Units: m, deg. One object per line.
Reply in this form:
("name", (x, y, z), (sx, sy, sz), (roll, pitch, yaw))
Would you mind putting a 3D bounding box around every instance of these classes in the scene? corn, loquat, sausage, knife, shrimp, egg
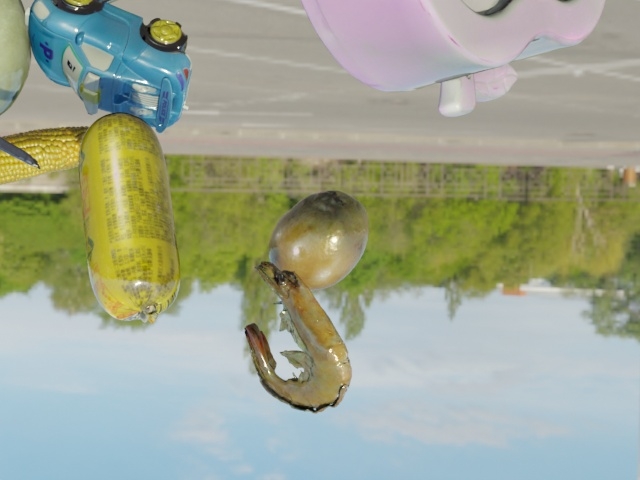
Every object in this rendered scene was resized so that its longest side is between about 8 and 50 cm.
("corn", (-0.605, -0.179, 1.905), (0.310, 0.101, 0.101), (-18, -171, -21))
("loquat", (0.000, 0.000, 1.878), (0.227, 0.179, 0.179), (-41, 163, 23))
("sausage", (-0.265, -0.039, 1.267), (0.123, 0.347, 0.123), (-10, 150, -6))
("knife", (-0.450, -0.135, 1.307), (0.121, 0.018, 0.031), (28, 168, -7))
("shrimp", (-0.050, 0.158, 1.451), (0.173, 0.253, 0.058), (-40, 171, 27))
("egg", (-0.642, -0.372, 1.598), (0.259, 0.352, 0.258), (-14, -179, 0))

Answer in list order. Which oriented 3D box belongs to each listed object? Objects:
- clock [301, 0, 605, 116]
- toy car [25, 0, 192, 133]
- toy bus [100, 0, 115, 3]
("clock", (0.110, -0.263, 0.724), (0.102, 0.338, 0.339), (-4, 178, 42))
("toy car", (-0.369, -0.302, 1.572), (0.314, 0.166, 0.198), (24, 144, -3))
("toy bus", (-0.519, -0.672, 2.258), (0.330, 0.144, 0.152), (-30, -132, -27))
